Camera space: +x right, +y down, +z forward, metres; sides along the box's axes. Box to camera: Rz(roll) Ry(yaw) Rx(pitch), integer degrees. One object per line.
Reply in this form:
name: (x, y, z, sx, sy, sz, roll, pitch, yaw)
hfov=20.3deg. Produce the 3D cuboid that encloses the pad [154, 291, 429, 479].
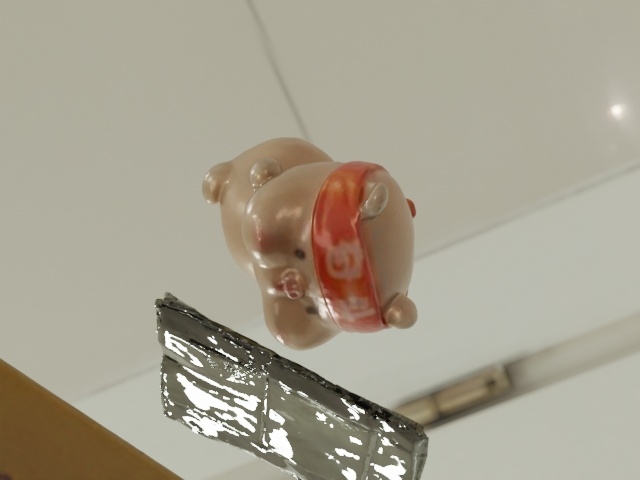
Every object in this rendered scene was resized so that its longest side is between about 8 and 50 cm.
pad: (-0.026, 0.138, 1.360, 0.022, 0.233, 0.174, -53, -18, -32)

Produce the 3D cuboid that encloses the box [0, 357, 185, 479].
box: (-0.195, 0.137, 0.688, 0.415, 0.264, 0.115, 35, -134, -12)

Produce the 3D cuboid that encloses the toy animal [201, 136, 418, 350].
toy animal: (0.000, 0.000, 1.506, 0.171, 0.171, 0.198, 54, 168, -32)
